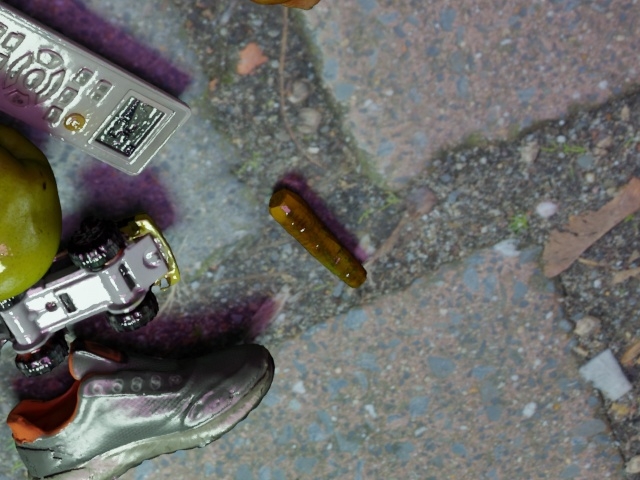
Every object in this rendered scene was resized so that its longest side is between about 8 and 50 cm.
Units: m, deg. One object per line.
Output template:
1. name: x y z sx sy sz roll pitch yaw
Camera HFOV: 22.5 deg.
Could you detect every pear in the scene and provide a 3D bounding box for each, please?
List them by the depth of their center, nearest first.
1. pear: -0.364 -0.028 1.698 0.198 0.198 0.198 -7 124 -11

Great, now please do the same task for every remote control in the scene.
1. remote control: -0.291 -0.178 1.706 0.313 0.055 0.109 28 117 -33

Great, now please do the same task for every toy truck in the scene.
1. toy truck: -0.301 0.061 1.819 0.286 0.111 0.136 -23 123 2

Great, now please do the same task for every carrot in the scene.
1. carrot: 0.000 0.000 1.903 0.042 0.042 0.171 -38 124 11

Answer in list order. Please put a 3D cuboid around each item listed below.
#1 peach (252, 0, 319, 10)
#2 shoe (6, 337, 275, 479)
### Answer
1. peach: -0.041 -0.339 1.569 0.232 0.232 0.256 -22 134 -1
2. shoe: -0.228 0.173 1.914 0.336 0.132 0.171 -26 116 6
